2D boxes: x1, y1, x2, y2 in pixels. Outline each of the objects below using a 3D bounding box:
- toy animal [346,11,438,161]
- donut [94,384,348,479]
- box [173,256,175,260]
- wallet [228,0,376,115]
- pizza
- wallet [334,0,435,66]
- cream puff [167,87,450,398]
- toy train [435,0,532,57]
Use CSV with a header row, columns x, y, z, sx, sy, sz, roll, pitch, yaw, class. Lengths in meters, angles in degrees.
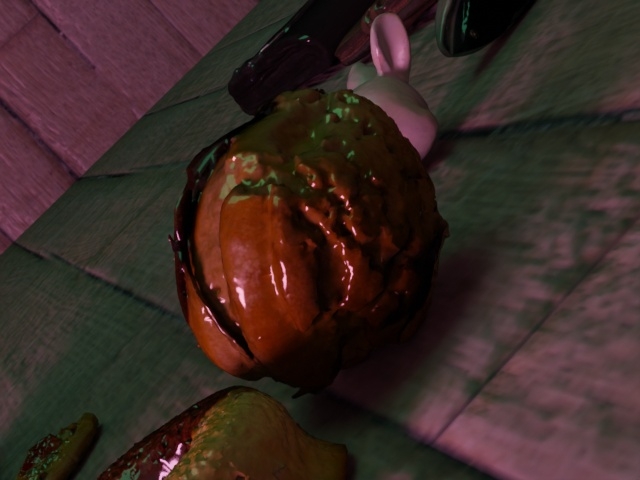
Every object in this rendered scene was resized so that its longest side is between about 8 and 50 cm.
x,y,z,sx,sy,sz,roll,pitch,yaw,class
0.025,-0.058,0.801,0.124,0.085,0.071,-45,-6,-30,toy animal
-0.054,0.112,0.525,0.140,0.059,0.140,-40,10,8,donut
-0.073,-0.018,1.101,0.093,0.015,0.058,-38,12,27,box
0.070,-0.303,1.479,0.406,0.062,0.228,-49,13,-22,wallet
-0.176,0.142,0.875,0.078,0.025,0.083,-36,15,23,pizza
0.077,-0.214,1.224,0.118,0.039,0.153,-50,10,-34,wallet
0.000,0.000,0.593,0.104,0.119,0.133,5,59,45,cream puff
0.133,-0.197,0.953,0.048,0.055,0.252,-26,21,54,toy train
